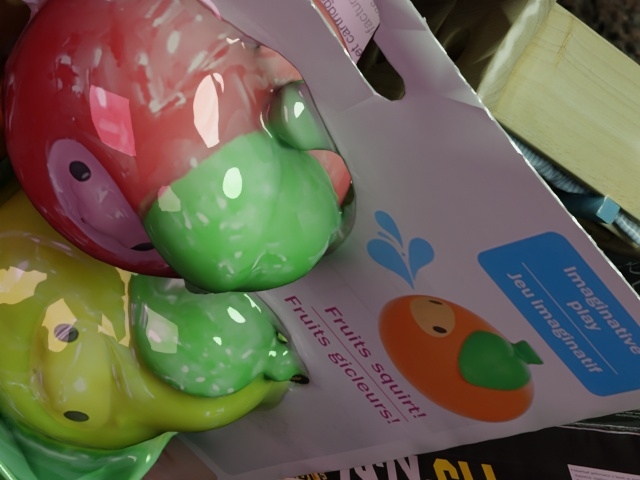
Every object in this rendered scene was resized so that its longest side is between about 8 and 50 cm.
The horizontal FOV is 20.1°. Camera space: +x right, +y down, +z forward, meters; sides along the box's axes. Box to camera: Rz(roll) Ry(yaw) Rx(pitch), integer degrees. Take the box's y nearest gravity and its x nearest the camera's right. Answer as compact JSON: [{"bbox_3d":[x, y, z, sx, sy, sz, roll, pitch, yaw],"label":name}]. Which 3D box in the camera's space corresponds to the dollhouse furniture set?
[{"bbox_3d":[0.065,-0.003,0.802,0.183,0.129,0.129,-60,24,-5],"label":"dollhouse furniture set"}]

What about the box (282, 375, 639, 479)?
[{"bbox_3d":[0.106,0.171,0.829,0.322,0.079,0.257,-2,113,52],"label":"box"}]

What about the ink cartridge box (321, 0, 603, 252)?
[{"bbox_3d":[0.000,0.000,1.015,0.289,0.121,0.211,-39,78,26],"label":"ink cartridge box"}]

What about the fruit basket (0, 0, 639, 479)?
[{"bbox_3d":[-0.092,-0.028,0.616,0.327,0.165,0.353,50,149,-15],"label":"fruit basket"}]

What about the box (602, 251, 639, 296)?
[{"bbox_3d":[0.238,0.073,0.810,0.247,0.142,0.163,-5,97,54],"label":"box"}]
